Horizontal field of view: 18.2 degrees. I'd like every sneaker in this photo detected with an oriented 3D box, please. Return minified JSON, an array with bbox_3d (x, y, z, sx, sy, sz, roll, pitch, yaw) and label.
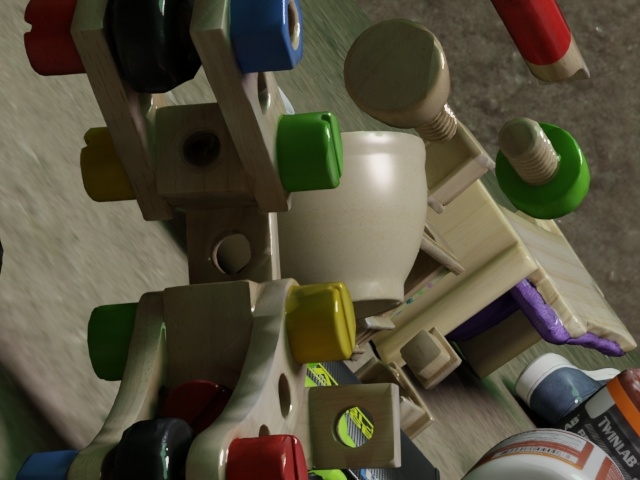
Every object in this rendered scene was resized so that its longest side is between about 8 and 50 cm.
[{"bbox_3d":[0.308,0.202,2.049,0.163,0.086,0.226,44,15,32],"label":"sneaker"}]

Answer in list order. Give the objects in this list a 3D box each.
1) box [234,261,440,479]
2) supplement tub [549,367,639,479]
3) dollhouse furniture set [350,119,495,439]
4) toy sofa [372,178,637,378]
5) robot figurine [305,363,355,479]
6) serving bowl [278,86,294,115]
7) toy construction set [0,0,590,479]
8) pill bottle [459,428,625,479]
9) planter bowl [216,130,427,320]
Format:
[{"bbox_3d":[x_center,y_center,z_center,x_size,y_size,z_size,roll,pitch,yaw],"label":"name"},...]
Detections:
[{"bbox_3d":[0.001,0.113,1.201,0.191,0.045,0.184,49,12,-8],"label":"box"},{"bbox_3d":[0.228,0.170,1.541,0.106,0.198,0.106,47,10,-11],"label":"supplement tub"},{"bbox_3d":[0.088,0.038,1.450,0.161,0.182,0.101,56,11,31],"label":"dollhouse furniture set"},{"bbox_3d":[0.148,0.055,1.750,0.177,0.150,0.362,58,12,13],"label":"toy sofa"},{"bbox_3d":[-0.032,0.094,1.058,0.115,0.067,0.101,46,41,-28],"label":"robot figurine"},{"bbox_3d":[-0.062,-0.144,1.901,0.083,0.027,0.083,49,10,-12],"label":"serving bowl"},{"bbox_3d":[-0.010,0.006,0.887,0.257,0.308,0.237,63,9,21],"label":"toy construction set"},{"bbox_3d":[0.148,0.191,1.337,0.121,0.121,0.216,51,10,7],"label":"pill bottle"},{"bbox_3d":[0.000,0.000,1.357,0.162,0.162,0.109,22,57,-70],"label":"planter bowl"}]
